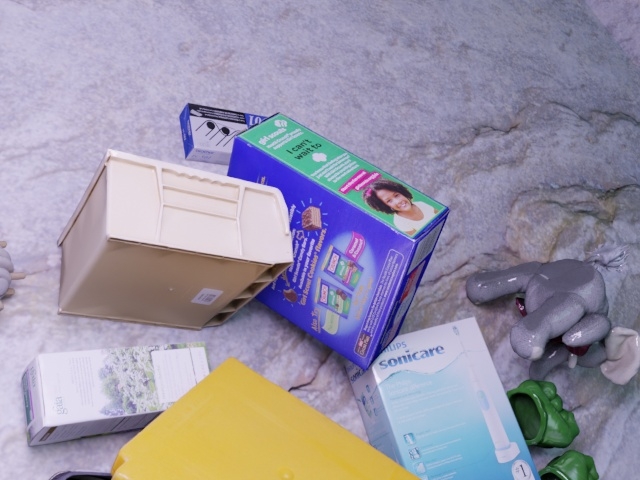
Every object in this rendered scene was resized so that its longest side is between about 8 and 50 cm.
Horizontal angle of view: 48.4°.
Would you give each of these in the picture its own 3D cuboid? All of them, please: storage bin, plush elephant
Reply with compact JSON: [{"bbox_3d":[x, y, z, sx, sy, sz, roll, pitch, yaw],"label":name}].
[{"bbox_3d":[-0.210,0.017,1.004,0.260,0.262,0.123,11,58,-30],"label":"storage bin"},{"bbox_3d":[0.491,0.172,1.436,0.330,0.272,0.255,-25,118,-10],"label":"plush elephant"}]

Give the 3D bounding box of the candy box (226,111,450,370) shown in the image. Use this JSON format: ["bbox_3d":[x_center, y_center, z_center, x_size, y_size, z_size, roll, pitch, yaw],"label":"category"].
[{"bbox_3d":[0.000,0.000,1.091,0.317,0.268,0.122,31,40,18],"label":"candy box"}]

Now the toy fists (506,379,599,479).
[{"bbox_3d":[0.440,0.393,1.327,0.142,0.096,0.279,17,50,-54],"label":"toy fists"}]

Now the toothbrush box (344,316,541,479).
[{"bbox_3d":[0.194,0.299,1.170,0.216,0.126,0.295,-12,70,-21],"label":"toothbrush box"}]

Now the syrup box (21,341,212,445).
[{"bbox_3d":[-0.269,0.203,0.960,0.237,0.096,0.093,0,62,-35],"label":"syrup box"}]

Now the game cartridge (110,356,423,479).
[{"bbox_3d":[-0.050,0.294,0.846,0.324,0.052,0.285,30,25,13],"label":"game cartridge"}]

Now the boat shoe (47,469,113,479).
[{"bbox_3d":[-0.248,0.341,0.910,0.206,0.065,0.075,24,51,-21],"label":"boat shoe"}]

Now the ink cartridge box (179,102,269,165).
[{"bbox_3d":[-0.152,-0.188,1.320,0.207,0.046,0.097,4,62,-33],"label":"ink cartridge box"}]

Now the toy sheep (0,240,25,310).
[{"bbox_3d":[-0.449,0.041,0.945,0.091,0.091,0.132,-21,58,-41],"label":"toy sheep"}]
